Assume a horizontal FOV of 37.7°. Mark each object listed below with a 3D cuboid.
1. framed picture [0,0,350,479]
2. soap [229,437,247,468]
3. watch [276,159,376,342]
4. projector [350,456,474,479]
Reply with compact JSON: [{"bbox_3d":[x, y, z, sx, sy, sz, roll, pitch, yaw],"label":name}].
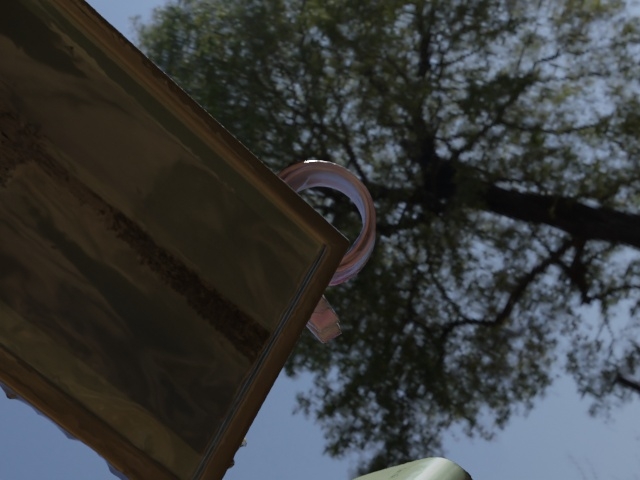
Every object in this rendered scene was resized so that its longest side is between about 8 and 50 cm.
[{"bbox_3d":[-0.127,-0.016,0.510,0.289,0.016,0.213,43,-129,-16],"label":"framed picture"},{"bbox_3d":[-0.243,0.363,1.735,0.080,0.160,0.257,-55,-13,1],"label":"soap"},{"bbox_3d":[0.000,0.000,1.502,0.217,0.248,0.211,-43,-12,-7],"label":"watch"},{"bbox_3d":[0.094,0.471,1.301,0.249,0.249,0.248,-16,-97,-59],"label":"projector"}]
